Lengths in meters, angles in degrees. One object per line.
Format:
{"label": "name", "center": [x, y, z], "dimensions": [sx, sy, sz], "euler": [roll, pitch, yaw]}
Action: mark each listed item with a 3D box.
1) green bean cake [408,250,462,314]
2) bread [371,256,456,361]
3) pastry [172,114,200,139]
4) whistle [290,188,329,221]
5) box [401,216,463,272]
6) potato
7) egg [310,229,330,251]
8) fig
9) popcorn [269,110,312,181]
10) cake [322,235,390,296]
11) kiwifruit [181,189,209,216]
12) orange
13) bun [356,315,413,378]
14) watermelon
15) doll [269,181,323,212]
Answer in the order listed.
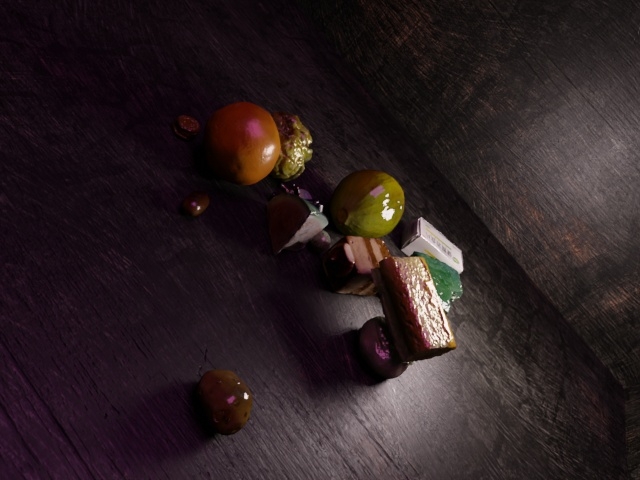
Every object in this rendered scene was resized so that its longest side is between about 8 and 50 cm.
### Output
{"label": "green bean cake", "center": [0.512, 0.236, 2.267], "dimensions": [0.300, 0.169, 0.308], "euler": [26, 40, -26]}
{"label": "bread", "center": [0.345, 0.243, 1.803], "dimensions": [0.236, 0.165, 0.375], "euler": [2, 60, -40]}
{"label": "pastry", "center": [-0.522, -0.440, 1.909], "dimensions": [0.097, 0.057, 0.109], "euler": [47, 32, 2]}
{"label": "whistle", "center": [-0.053, -0.145, 2.132], "dimensions": [0.220, 0.057, 0.107], "euler": [38, 49, -21]}
{"label": "box", "center": [0.575, 0.049, 2.545], "dimensions": [0.333, 0.145, 0.173], "euler": [37, 33, -16]}
{"label": "potato", "center": [-0.250, 0.414, 1.281], "dimensions": [0.137, 0.137, 0.176], "euler": [-6, 58, -51]}
{"label": "egg", "center": [0.000, 0.000, 2.013], "dimensions": [0.085, 0.085, 0.110], "euler": [40, 25, -11]}
{"label": "fig", "center": [0.195, -0.157, 2.197], "dimensions": [0.343, 0.343, 0.343], "euler": [29, 38, -25]}
{"label": "popcorn", "center": [-0.160, -0.392, 2.102], "dimensions": [0.282, 0.247, 0.282], "euler": [32, 43, -36]}
{"label": "cake", "center": [0.132, 0.106, 1.963], "dimensions": [0.293, 0.198, 0.196], "euler": [5, 57, -40]}
{"label": "kiwifruit", "center": [-0.428, -0.127, 1.681], "dimensions": [0.075, 0.075, 0.124], "euler": [40, 30, -11]}
{"label": "orange", "center": [-0.299, -0.366, 1.864], "dimensions": [0.312, 0.312, 0.312], "euler": [29, 38, -25]}
{"label": "bun", "center": [0.250, 0.397, 1.832], "dimensions": [0.239, 0.141, 0.239], "euler": [31, 35, -25]}
{"label": "watermelon", "center": [-0.108, -0.067, 1.875], "dimensions": [0.193, 0.310, 0.232], "euler": [-10, 101, -52]}
{"label": "doll", "center": [-0.085, -0.143, 2.030], "dimensions": [0.248, 0.127, 0.088], "euler": [32, 46, -8]}
